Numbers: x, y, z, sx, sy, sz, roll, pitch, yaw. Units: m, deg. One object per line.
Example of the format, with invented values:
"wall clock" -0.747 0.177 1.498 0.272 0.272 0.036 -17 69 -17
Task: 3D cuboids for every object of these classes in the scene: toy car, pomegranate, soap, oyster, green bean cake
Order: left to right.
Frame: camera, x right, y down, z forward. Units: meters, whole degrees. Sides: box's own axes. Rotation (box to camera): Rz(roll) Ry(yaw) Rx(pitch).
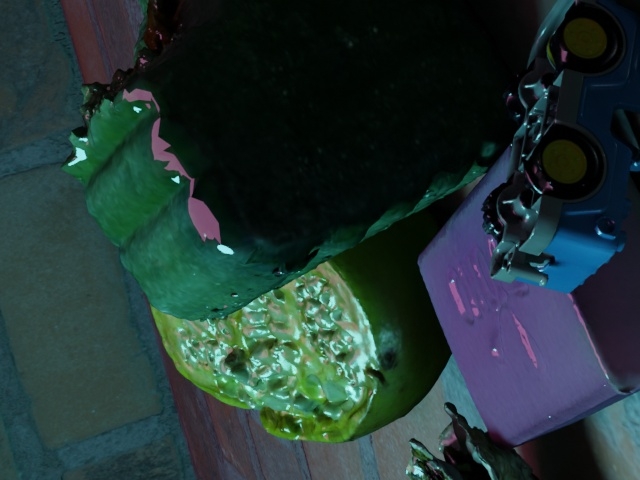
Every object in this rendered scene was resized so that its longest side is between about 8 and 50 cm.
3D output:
"green bean cake" -0.045 -0.130 0.941 0.169 0.300 0.308 -33 85 53
"pomegranate" 0.000 0.000 1.219 0.309 0.216 0.358 26 122 34
"oyster" 0.168 0.263 1.100 0.268 0.112 0.198 59 173 -16
"soap" 0.161 0.042 0.973 0.259 0.081 0.181 124 127 -70
"toy car" 0.164 -0.056 0.814 0.097 0.100 0.191 119 165 -68
